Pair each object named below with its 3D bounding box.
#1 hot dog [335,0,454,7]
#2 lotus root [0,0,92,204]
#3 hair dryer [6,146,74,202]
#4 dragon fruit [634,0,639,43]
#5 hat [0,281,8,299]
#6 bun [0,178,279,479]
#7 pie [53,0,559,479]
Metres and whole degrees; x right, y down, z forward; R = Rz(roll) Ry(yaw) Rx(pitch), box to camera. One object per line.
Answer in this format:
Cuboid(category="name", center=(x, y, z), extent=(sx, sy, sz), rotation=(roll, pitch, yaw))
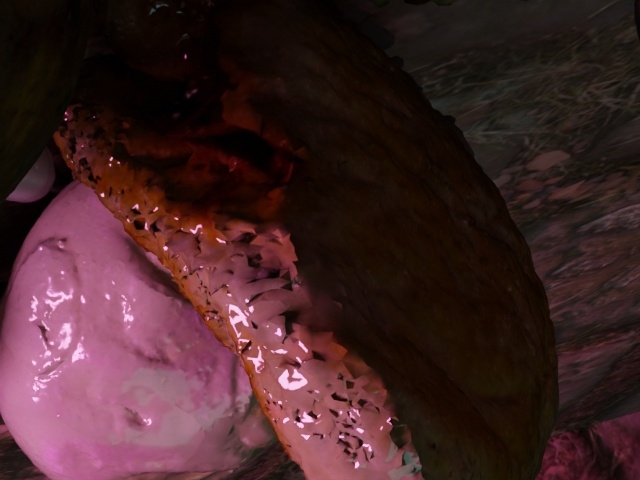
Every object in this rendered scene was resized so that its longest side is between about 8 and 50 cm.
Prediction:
Cuboid(category="hot dog", center=(0.101, -0.199, 1.235), extent=(0.269, 0.072, 0.109), rotation=(-5, 158, -37))
Cuboid(category="lotus root", center=(-0.266, -0.074, 0.931), extent=(0.346, 0.250, 0.250), rotation=(-33, 158, 19))
Cuboid(category="hair dryer", center=(-0.246, -0.051, 1.242), extent=(0.173, 0.108, 0.357), rotation=(-23, 168, 13))
Cuboid(category="dragon fruit", center=(0.310, -0.205, 1.263), extent=(0.283, 0.204, 0.221), rotation=(-46, 130, -7))
Cuboid(category="hat", center=(-0.211, 0.013, 1.510), extent=(0.173, 0.144, 0.166), rotation=(18, -175, 30))
Cuboid(category="bun", center=(-0.090, 0.074, 1.390), extent=(0.187, 0.293, 0.293), rotation=(18, -171, 38))
Cuboid(category="pie", center=(0.016, 0.021, 1.207), extent=(0.180, 0.418, 0.395), rotation=(-35, 159, 20))
